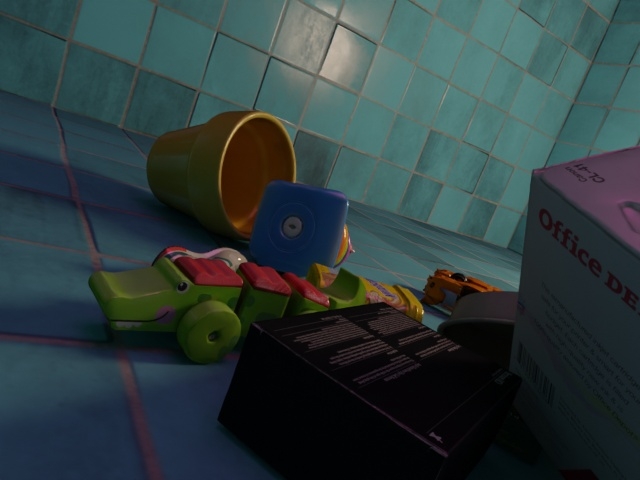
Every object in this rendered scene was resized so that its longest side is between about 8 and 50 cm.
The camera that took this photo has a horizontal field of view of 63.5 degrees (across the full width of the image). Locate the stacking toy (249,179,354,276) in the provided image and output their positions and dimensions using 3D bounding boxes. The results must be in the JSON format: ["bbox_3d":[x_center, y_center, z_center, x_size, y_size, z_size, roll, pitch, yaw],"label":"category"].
[{"bbox_3d":[0.000,0.000,1.046,0.175,0.166,0.302,13,-4,21],"label":"stacking toy"}]

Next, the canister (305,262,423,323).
[{"bbox_3d":[0.061,0.098,0.820,0.169,0.074,0.126,17,11,-11],"label":"canister"}]

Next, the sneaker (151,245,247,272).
[{"bbox_3d":[-0.154,0.051,0.727,0.075,0.057,0.161,47,21,28],"label":"sneaker"}]

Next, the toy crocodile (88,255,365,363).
[{"bbox_3d":[-0.084,0.070,0.595,0.340,0.105,0.115,12,14,-36],"label":"toy crocodile"}]

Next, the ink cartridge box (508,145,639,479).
[{"bbox_3d":[0.283,0.105,0.451,0.131,0.306,0.226,-13,36,-7],"label":"ink cartridge box"}]

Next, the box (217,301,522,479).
[{"bbox_3d":[0.064,0.150,0.494,0.184,0.103,0.261,25,11,30],"label":"box"}]

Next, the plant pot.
[{"bbox_3d":[-0.215,-0.139,1.061,0.238,0.254,0.254,10,4,29],"label":"plant pot"}]

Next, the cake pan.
[{"bbox_3d":[0.321,0.146,0.755,0.293,0.054,0.293,17,-19,6],"label":"cake pan"}]

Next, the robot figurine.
[{"bbox_3d":[0.373,0.147,1.132,0.290,0.085,0.211,24,12,18],"label":"robot figurine"}]

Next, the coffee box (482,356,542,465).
[{"bbox_3d":[0.241,0.213,0.676,0.113,0.041,0.184,26,12,23],"label":"coffee box"}]
